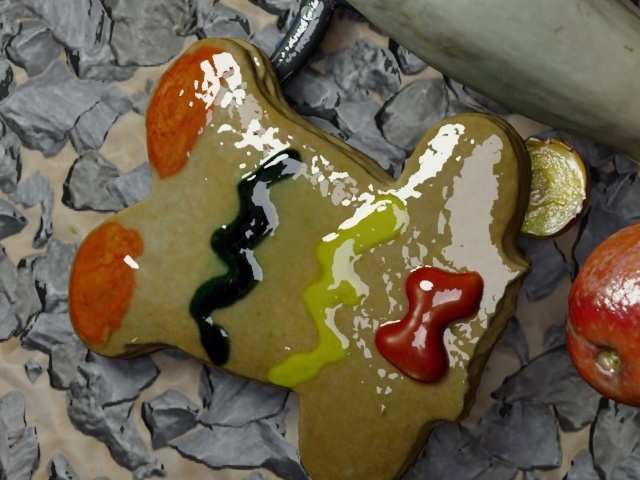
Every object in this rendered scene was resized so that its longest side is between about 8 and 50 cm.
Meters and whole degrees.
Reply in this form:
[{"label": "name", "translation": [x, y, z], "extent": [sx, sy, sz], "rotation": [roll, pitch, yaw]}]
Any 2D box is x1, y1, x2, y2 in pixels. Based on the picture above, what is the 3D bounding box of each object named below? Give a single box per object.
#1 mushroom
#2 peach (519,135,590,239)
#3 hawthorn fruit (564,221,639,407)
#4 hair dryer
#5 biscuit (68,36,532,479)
[{"label": "mushroom", "translation": [0.168, -0.180, 1.194], "extent": [0.407, 0.137, 0.154], "rotation": [35, 135, -9]}, {"label": "peach", "translation": [0.197, -0.045, 1.263], "extent": [0.098, 0.061, 0.098], "rotation": [-4, 76, 18]}, {"label": "hawthorn fruit", "translation": [0.290, 0.062, 1.187], "extent": [0.173, 0.173, 0.173], "rotation": [-1, 86, 11]}, {"label": "hair dryer", "translation": [-0.038, -0.210, 1.327], "extent": [0.195, 0.075, 0.219], "rotation": [36, 100, 19]}, {"label": "biscuit", "translation": [-0.016, 0.009, 1.261], "extent": [0.394, 0.076, 0.368], "rotation": [29, 100, 16]}]
